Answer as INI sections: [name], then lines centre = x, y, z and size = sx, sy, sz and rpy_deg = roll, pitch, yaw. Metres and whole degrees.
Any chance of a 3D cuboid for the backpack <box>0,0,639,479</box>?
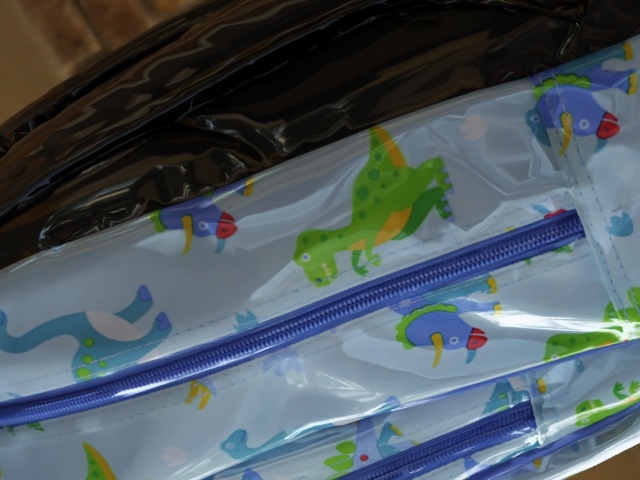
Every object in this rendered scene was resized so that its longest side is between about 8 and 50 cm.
[backpack]
centre = 0.000, 0.000, 0.678
size = 0.290, 0.355, 0.273
rpy_deg = -109, 8, -67
